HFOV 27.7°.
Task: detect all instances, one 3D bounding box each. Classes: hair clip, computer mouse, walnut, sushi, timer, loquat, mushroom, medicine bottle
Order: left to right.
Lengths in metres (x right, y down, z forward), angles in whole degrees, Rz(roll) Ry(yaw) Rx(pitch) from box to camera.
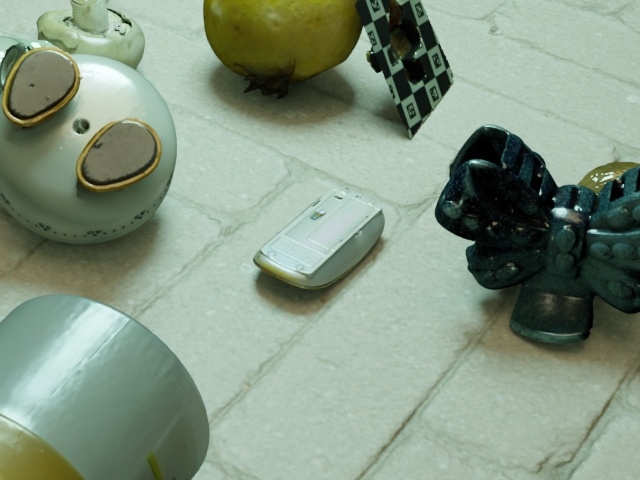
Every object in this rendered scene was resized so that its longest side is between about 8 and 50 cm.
[{"bbox_3d":[-0.249,0.203,1.145,0.238,0.237,0.232,20,39,16],"label":"medicine bottle"},{"bbox_3d":[-0.290,-0.107,1.591,0.234,0.240,0.233,3,73,-9],"label":"timer"},{"bbox_3d":[-0.326,-0.289,1.844,0.154,0.122,0.154,6,28,-3],"label":"mushroom"},{"bbox_3d":[-0.054,-0.322,1.842,0.244,0.243,0.244,4,38,-3],"label":"loquat"},{"bbox_3d":[0.000,0.001,1.587,0.102,0.044,0.199,24,42,22],"label":"computer mouse"},{"bbox_3d":[0.107,-0.275,1.860,0.040,0.210,0.192,-10,27,34],"label":"sushi"},{"bbox_3d":[0.292,-0.012,1.525,0.310,0.206,0.194,12,33,13],"label":"hair clip"},{"bbox_3d":[0.382,-0.051,1.666,0.125,0.105,0.105,-9,39,5],"label":"walnut"}]

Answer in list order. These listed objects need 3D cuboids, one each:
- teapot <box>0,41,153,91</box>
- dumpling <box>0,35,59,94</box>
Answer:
[{"bbox_3d":[-0.326,-0.188,1.705,0.200,0.107,0.077,12,17,-44],"label":"teapot"},{"bbox_3d":[-0.437,-0.191,1.723,0.229,0.124,0.151,-16,80,-21],"label":"dumpling"}]
